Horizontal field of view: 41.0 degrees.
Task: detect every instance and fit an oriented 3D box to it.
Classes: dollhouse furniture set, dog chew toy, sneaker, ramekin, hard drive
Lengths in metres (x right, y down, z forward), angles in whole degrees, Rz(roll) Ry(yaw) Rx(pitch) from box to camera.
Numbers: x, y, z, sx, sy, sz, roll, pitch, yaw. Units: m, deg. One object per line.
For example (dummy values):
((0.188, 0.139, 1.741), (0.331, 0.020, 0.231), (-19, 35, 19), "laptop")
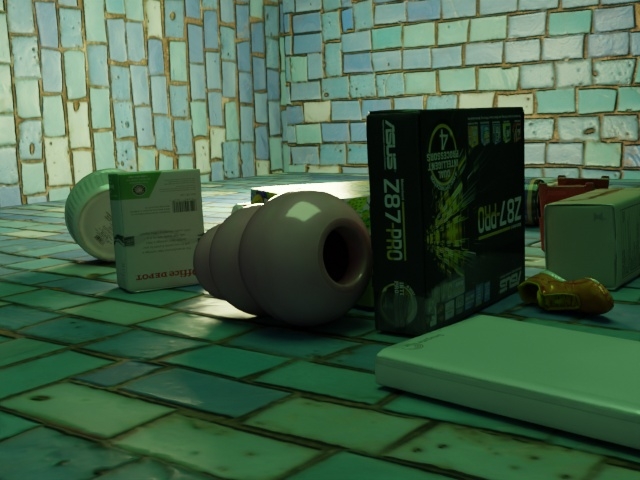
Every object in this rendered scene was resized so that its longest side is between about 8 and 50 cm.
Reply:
((0.671, -0.056, 1.824), (0.373, 0.152, 0.201), (2, 10, 25), "dollhouse furniture set")
((-0.077, 0.030, 1.334), (0.206, 0.207, 0.331), (-10, 4, -44), "dog chew toy")
((0.374, 0.089, 1.306), (0.067, 0.064, 0.175), (-28, 14, -23), "sneaker")
((-0.459, -0.049, 1.900), (0.207, 0.207, 0.109), (-5, 19, -18), "ramekin")
((0.269, 0.147, 0.944), (0.353, 0.047, 0.233), (6, 11, 44), "hard drive")

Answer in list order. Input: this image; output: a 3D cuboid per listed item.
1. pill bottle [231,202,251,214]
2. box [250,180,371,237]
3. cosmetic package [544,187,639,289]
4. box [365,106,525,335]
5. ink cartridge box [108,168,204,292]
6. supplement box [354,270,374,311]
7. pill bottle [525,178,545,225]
((-0.116, -0.042, 2.054), (0.180, 0.108, 0.108), (-6, 10, -22), "pill bottle")
((0.051, -0.009, 1.590), (0.279, 0.177, 0.290), (-5, 9, -26), "box")
((0.528, -0.011, 1.582), (0.129, 0.153, 0.296), (2, 8, 35), "cosmetic package")
((0.210, -0.049, 1.341), (0.097, 0.319, 0.395), (5, 10, 34), "box")
((-0.307, -0.022, 1.616), (0.160, 0.220, 0.092), (-6, 6, -27), "ink cartridge box")
((0.071, 0.065, 1.395), (0.056, 0.083, 0.083), (-10, 12, -42), "supplement box")
((0.484, -0.103, 2.278), (0.219, 0.123, 0.122), (2, 10, 27), "pill bottle")
